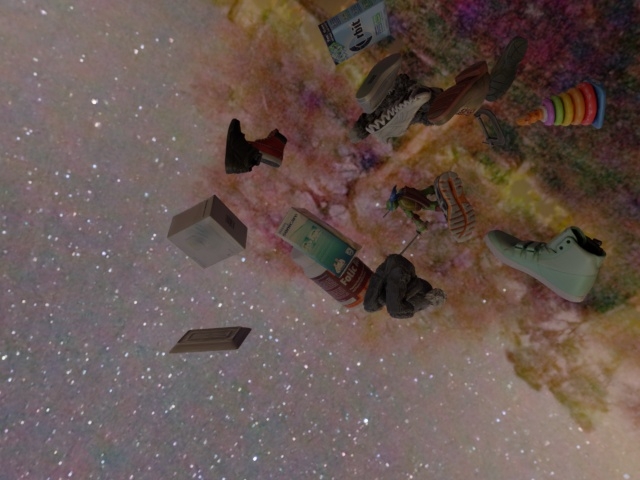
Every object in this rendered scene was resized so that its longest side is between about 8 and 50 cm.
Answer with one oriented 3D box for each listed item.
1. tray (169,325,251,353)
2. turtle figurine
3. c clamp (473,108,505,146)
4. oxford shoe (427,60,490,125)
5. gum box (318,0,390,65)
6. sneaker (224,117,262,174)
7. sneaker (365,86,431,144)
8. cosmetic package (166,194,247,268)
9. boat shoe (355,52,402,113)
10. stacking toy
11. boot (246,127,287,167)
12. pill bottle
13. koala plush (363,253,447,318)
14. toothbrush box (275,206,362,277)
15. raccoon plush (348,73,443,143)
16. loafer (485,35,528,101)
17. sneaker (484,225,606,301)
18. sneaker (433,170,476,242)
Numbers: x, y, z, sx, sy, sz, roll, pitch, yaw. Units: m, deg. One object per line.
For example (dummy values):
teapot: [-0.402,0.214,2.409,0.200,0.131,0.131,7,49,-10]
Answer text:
tray: [-0.396,0.350,1.533,0.145,0.270,0.030,-60,-39,-68]
turtle figurine: [0.380,-0.125,1.668,0.198,0.266,0.275,-107,4,-59]
c clamp: [0.551,-0.370,1.413,0.161,0.022,0.137,53,178,-31]
oxford shoe: [0.547,-0.530,1.615,0.140,0.397,0.147,2,132,55]
gum box: [0.099,-0.595,1.207,0.041,0.184,0.157,65,-169,13]
sneaker: [-0.276,-0.337,1.538,0.130,0.087,0.228,1,-118,-11]
sneaker: [0.306,-0.464,1.597,0.118,0.292,0.110,48,-129,-14]
cosmetic package: [-0.458,-0.029,1.748,0.224,0.224,0.138,50,-154,-39]
boat shoe: [0.191,-0.490,1.337,0.079,0.228,0.081,18,155,43]
stacking toy: [0.919,-0.505,1.660,0.175,0.301,0.166,-81,-23,-56]
boot: [-0.277,-0.461,1.982,0.244,0.176,0.088,19,163,-24]
pill bottle: [0.065,0.127,1.978,0.392,0.224,0.224,41,-162,-23]
koala plush: [0.290,0.164,1.392,0.221,0.204,0.196,20,170,-29]
toothbrush box: [0.000,0.000,1.645,0.295,0.126,0.216,33,-171,9]
raccoon plush: [0.334,-0.517,1.867,0.216,0.446,0.299,33,-151,-21]
loafer: [0.775,-0.720,1.798,0.096,0.268,0.084,17,-143,-7]
sneaker: [0.510,0.008,0.975,0.094,0.151,0.256,-22,-134,-37]
sneaker: [0.388,-0.099,1.248,0.083,0.084,0.215,-143,35,-77]
